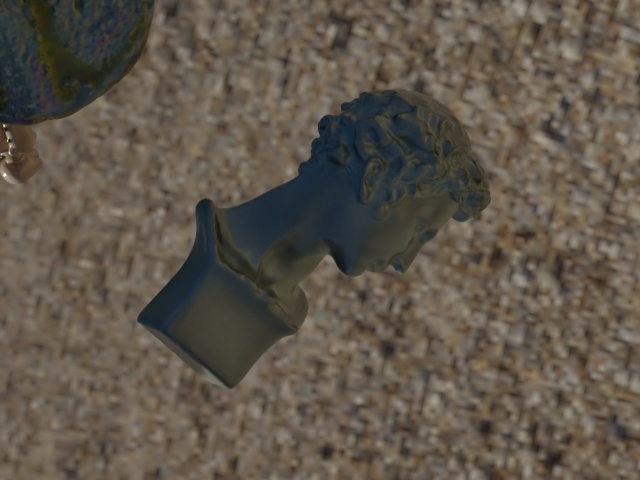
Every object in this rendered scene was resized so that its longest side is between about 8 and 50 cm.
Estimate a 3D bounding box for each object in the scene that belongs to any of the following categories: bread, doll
[{"bbox_3d":[-0.255,-0.208,1.711,0.261,0.158,0.156,4,38,34],"label":"bread"},{"bbox_3d":[-0.380,-0.178,2.104,0.154,0.119,0.278,40,154,18],"label":"doll"}]

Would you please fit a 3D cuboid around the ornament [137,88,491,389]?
[{"bbox_3d":[-0.012,-0.009,1.393,0.285,0.130,0.120,-33,20,-3],"label":"ornament"}]
